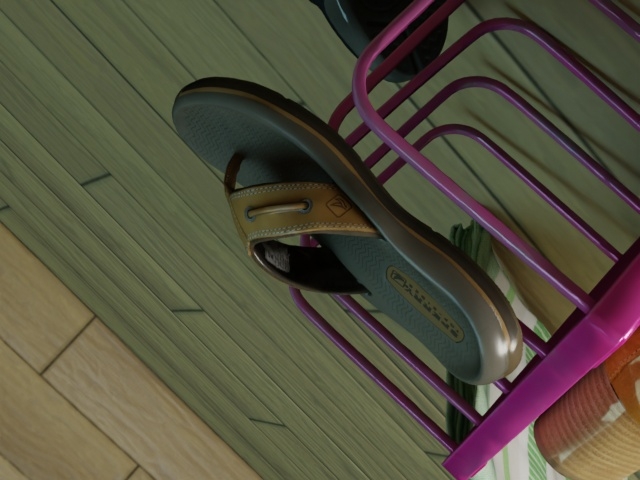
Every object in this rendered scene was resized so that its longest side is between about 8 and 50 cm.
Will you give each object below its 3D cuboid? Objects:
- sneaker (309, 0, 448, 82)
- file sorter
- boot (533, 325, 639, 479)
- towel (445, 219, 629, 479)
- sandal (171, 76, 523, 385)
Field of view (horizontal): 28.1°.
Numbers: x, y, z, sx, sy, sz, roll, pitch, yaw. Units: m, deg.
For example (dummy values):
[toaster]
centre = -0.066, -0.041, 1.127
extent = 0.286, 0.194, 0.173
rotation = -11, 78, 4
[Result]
[sneaker]
centre = -0.013, -0.195, 0.769
extent = 0.227, 0.087, 0.130
rotation = 52, 159, -20
[file sorter]
centre = 0.108, -0.025, 0.722
extent = 0.182, 0.202, 0.291
rotation = 42, 158, 10
[boot]
centre = 0.292, 0.088, 0.758
extent = 0.295, 0.104, 0.211
rotation = 13, 139, -33
[towel]
centre = 0.180, 0.163, 0.993
extent = 0.038, 0.248, 0.325
rotation = -19, 126, 22
[sandal]
centre = 0.000, 0.000, 0.618
extent = 0.219, 0.060, 0.090
rotation = 43, 158, 14
